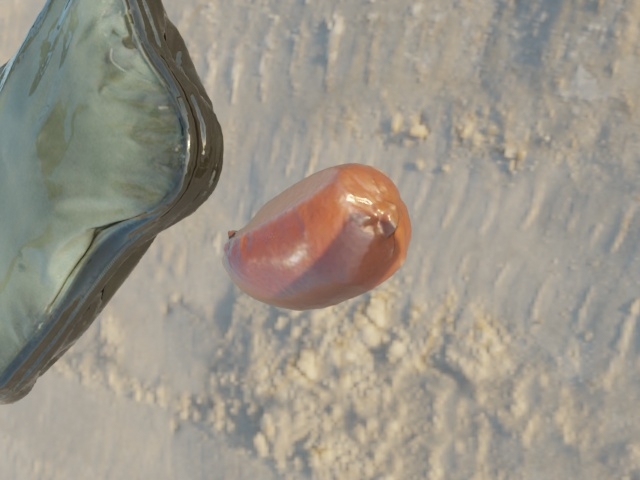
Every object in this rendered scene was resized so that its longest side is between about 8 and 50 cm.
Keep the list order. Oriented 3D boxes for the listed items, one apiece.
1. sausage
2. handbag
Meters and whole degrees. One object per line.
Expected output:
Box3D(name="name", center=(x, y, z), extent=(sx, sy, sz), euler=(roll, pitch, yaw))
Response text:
Box3D(name="sausage", center=(0.000, 0.000, 1.176), extent=(0.254, 0.148, 0.148), euler=(-28, 63, 51))
Box3D(name="handbag", center=(-0.180, -0.038, 0.698), extent=(0.332, 0.075, 0.192), euler=(-44, 61, 35))
